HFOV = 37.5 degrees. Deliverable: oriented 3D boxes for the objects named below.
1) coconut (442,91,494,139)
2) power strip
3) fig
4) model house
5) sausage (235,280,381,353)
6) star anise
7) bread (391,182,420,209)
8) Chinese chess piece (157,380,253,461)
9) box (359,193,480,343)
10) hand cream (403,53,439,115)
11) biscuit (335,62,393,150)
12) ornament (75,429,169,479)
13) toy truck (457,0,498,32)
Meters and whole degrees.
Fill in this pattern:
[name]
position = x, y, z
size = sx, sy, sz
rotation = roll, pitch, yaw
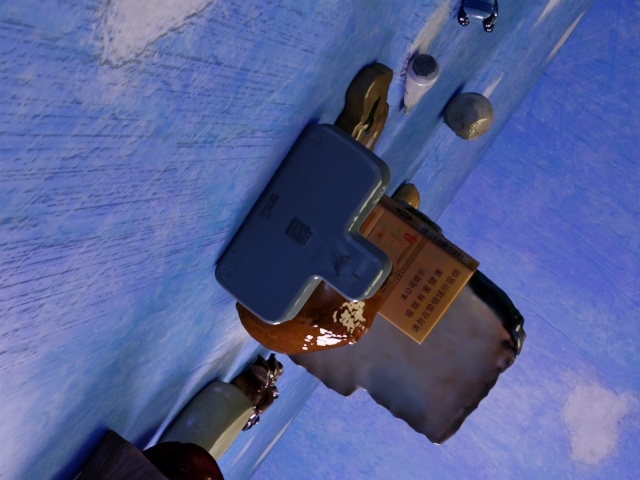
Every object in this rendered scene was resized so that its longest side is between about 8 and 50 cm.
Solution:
[coconut]
position = 0.333, -0.278, 2.115
size = 0.110, 0.110, 0.124
rotation = -57, 163, 19
[power strip]
position = 0.000, 0.000, 1.235
size = 0.265, 0.194, 0.059
rotation = -55, 168, 15
[fig]
position = -0.289, 0.442, 1.612
size = 0.250, 0.186, 0.204
rotation = -13, 164, 24
[model house]
position = 0.205, 0.142, 2.003
size = 0.395, 0.445, 0.400
rotation = -58, 168, 14
[sausage]
position = -0.024, 0.089, 1.400
size = 0.268, 0.141, 0.153
rotation = -18, -138, 55
[star anise]
position = -0.151, 0.348, 2.070
size = 0.220, 0.099, 0.214
rotation = -44, 158, -43
[bread]
position = 0.186, -0.054, 2.314
size = 0.189, 0.077, 0.114
rotation = -58, 174, 13
[Chinese chess piece]
position = -0.229, 0.378, 1.805
size = 0.237, 0.092, 0.238
rotation = -52, 171, -11
[box]
position = 0.125, 0.034, 1.709
size = 0.174, 0.274, 0.076
rotation = -57, 171, 22
[hand cream]
position = 0.166, -0.261, 1.562
size = 0.080, 0.050, 0.234
rotation = -53, 175, -2
[biscuit]
position = 0.047, -0.147, 1.394
size = 0.183, 0.047, 0.319
rotation = -50, 169, -35
[ornament]
position = -0.292, 0.418, 1.324
size = 0.217, 0.221, 0.235
rotation = -46, -165, -18
[toy truck]
position = 0.264, -0.382, 1.553
size = 0.136, 0.063, 0.074
rotation = -13, 119, -80
